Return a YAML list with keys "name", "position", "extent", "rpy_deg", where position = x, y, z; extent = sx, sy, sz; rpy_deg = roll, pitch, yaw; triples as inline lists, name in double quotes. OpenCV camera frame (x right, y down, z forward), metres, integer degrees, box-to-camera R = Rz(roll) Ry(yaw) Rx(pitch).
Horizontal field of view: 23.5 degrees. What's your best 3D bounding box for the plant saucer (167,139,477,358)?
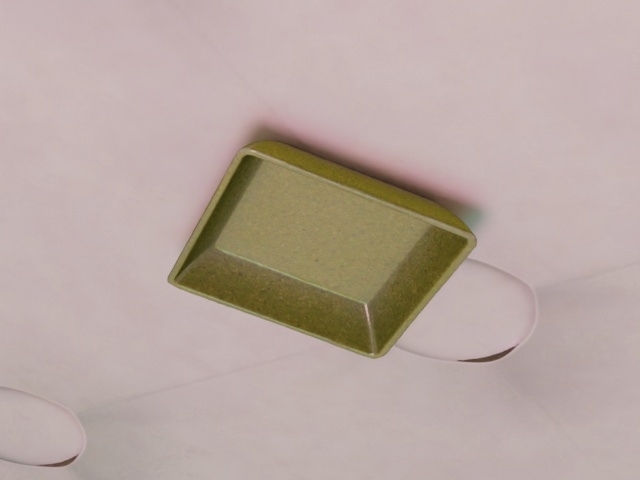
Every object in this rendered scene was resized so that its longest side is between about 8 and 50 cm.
- name: "plant saucer"
  position: [0.000, 0.000, 1.178]
  extent: [0.188, 0.045, 0.188]
  rpy_deg: [21, 141, -11]
